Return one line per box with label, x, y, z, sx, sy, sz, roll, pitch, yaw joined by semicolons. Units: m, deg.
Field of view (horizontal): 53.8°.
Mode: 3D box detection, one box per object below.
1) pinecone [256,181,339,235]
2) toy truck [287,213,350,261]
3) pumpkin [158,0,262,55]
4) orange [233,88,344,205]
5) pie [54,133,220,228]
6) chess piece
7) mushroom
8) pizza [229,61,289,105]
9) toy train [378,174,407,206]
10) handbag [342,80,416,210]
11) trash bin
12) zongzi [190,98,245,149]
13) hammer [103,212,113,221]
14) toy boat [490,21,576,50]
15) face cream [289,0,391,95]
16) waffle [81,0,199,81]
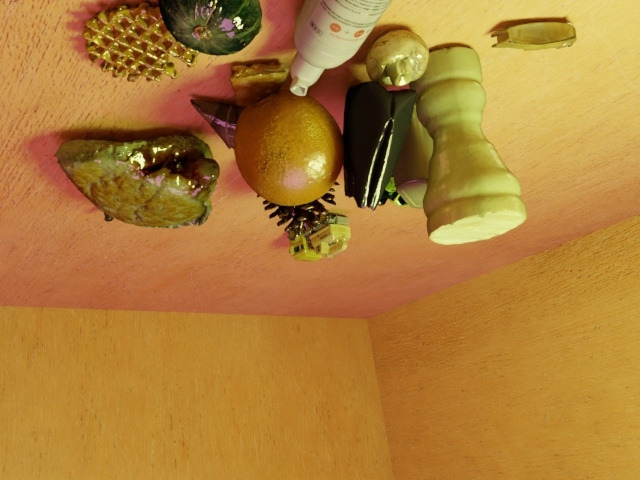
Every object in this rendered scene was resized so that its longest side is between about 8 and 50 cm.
pinecone;-0.065;-0.145;1.888;0.264;0.264;0.264;-8;161;-3
toy truck;0.000;0.000;2.444;0.124;0.157;0.272;10;153;-43
pumpkin;-0.201;-0.428;1.161;0.190;0.146;0.190;20;147;14
orange;-0.075;-0.219;1.500;0.274;0.274;0.274;-8;161;-3
pie;-0.497;-0.167;1.747;0.418;0.180;0.395;5;156;-12
chess piece;0.334;-0.231;1.506;0.234;0.442;0.234;-6;164;-2
mushroom;0.174;-0.410;1.433;0.148;0.112;0.148;-15;157;-7
pizza;-0.155;-0.378;1.476;0.175;0.046;0.134;-20;160;29
toy train;0.261;-0.193;2.018;0.296;0.160;0.100;0;150;-29
handbag;0.122;-0.224;1.500;0.152;0.288;0.342;11;-169;-6
trash bin;0.257;-0.236;1.758;0.121;0.247;0.243;-14;161;20
zongzi;-0.262;-0.298;1.624;0.176;0.078;0.160;10;156;-19
hammer;-0.558;-0.125;2.024;0.292;0.058;0.029;-15;166;4
toy boat;0.500;-0.474;1.475;0.206;0.064;0.072;-4;178;-8
face cream;0.022;-0.432;1.257;0.145;0.145;0.369;1;159;-25
waffle;-0.367;-0.406;1.300;0.231;0.051;0.228;-5;161;-8
